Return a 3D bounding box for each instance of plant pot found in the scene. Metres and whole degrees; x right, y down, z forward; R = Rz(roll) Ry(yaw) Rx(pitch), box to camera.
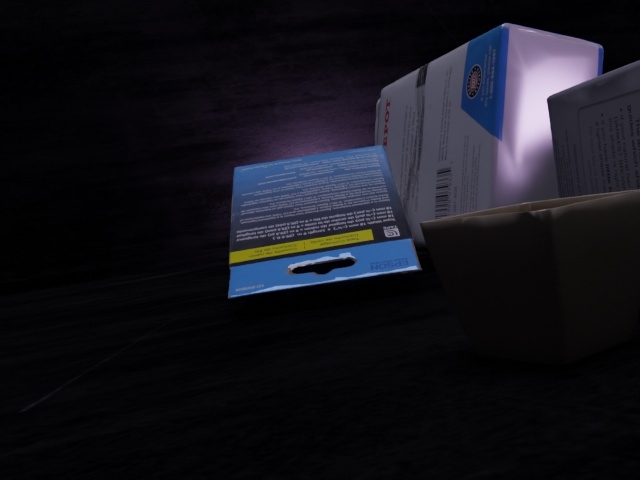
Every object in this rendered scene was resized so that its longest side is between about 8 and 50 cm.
[{"bbox_3d":[0.145,0.024,0.477,0.109,0.096,0.109,-10,4,-33],"label":"plant pot"}]

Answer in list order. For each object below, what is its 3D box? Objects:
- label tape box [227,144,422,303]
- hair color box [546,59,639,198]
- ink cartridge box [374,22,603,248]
[{"bbox_3d":[0.000,0.000,1.024,0.240,0.106,0.334,-9,34,2],"label":"label tape box"},{"bbox_3d":[0.295,-0.046,0.497,0.113,0.186,0.374,-9,3,-7],"label":"hair color box"},{"bbox_3d":[0.228,-0.124,1.112,0.166,0.286,0.395,5,-2,-18],"label":"ink cartridge box"}]
